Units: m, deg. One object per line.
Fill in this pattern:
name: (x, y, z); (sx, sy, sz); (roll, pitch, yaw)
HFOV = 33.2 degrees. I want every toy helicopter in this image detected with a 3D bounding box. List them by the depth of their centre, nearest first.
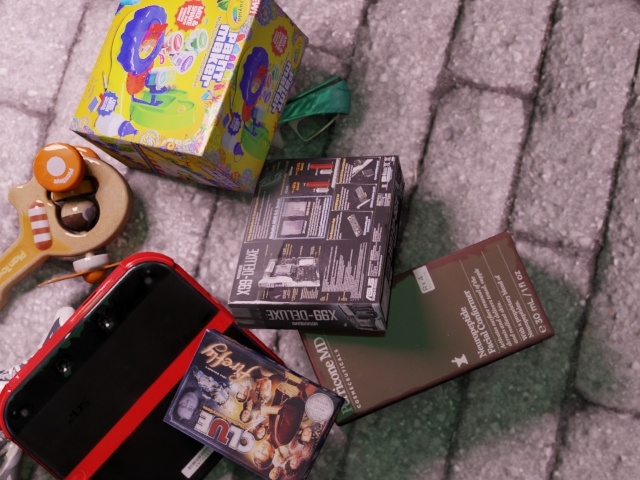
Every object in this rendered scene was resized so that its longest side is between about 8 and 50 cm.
toy helicopter: (-0.463, 0.013, 1.826); (0.355, 0.140, 0.235); (-42, 89, 4)

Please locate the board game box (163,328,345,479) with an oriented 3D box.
board game box: (-0.105, 0.265, 1.681); (0.243, 0.042, 0.165); (26, 92, 15)

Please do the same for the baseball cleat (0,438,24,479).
baseball cleat: (-0.525, 0.434, 1.757); (0.109, 0.072, 0.206); (43, 59, -29)

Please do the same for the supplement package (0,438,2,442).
supplement package: (-0.681, 0.364, 1.702); (0.204, 0.145, 0.262); (38, 96, 8)

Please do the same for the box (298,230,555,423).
box: (0.166, 0.145, 1.759); (0.381, 0.143, 0.191); (-23, 79, -2)

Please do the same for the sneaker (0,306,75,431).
sneaker: (-0.495, 0.215, 1.780); (0.153, 0.094, 0.234); (12, 89, -5)

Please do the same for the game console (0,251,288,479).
game console: (-0.289, 0.249, 1.748); (0.342, 0.060, 0.386); (44, 83, -14)

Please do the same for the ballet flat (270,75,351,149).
ballet flat: (-0.059, -0.206, 1.868); (0.247, 0.083, 0.087); (-21, 93, -1)

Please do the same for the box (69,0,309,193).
box: (-0.214, -0.261, 1.783); (0.279, 0.177, 0.289); (13, 78, 28)

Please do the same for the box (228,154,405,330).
box: (0.000, 0.000, 1.739); (0.243, 0.076, 0.307); (-1, 52, 14)
